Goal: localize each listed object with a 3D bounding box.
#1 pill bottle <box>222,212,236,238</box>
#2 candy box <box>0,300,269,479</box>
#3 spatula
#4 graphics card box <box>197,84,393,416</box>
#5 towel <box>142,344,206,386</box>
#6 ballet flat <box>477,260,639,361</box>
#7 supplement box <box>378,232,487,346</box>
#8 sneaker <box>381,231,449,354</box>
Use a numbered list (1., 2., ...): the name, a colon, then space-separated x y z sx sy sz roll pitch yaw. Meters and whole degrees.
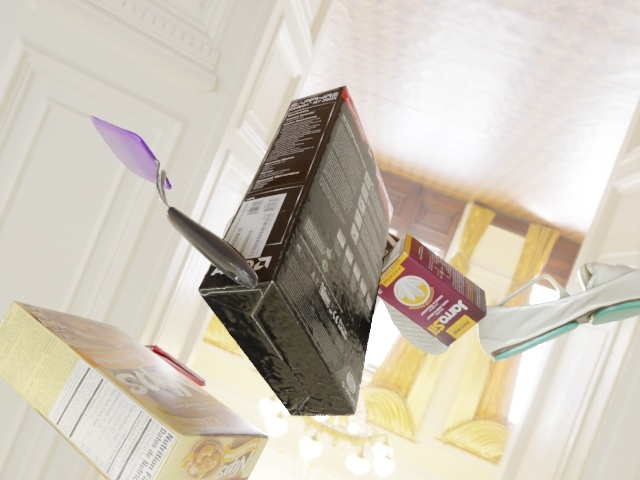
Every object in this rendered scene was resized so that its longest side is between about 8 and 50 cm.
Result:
1. pill bottle: -0.071 0.016 1.077 0.229 0.131 0.131 11 172 33
2. candy box: -0.239 0.192 0.669 0.316 0.087 0.183 24 173 30
3. spatula: -0.141 -0.039 0.519 0.296 0.030 0.084 42 162 39
4. graphics card box: 0.000 0.000 0.689 0.094 0.371 0.232 -9 131 22
5. towel: -0.453 0.331 1.415 0.275 0.031 0.199 -8 138 34
6. ballet flat: 0.491 0.112 1.049 0.400 0.139 0.139 -20 171 7
7. supplement box: 0.194 0.090 0.987 0.188 0.104 0.081 36 -150 -7
8. sneaker: 0.186 0.090 1.180 0.321 0.126 0.127 51 -138 6
